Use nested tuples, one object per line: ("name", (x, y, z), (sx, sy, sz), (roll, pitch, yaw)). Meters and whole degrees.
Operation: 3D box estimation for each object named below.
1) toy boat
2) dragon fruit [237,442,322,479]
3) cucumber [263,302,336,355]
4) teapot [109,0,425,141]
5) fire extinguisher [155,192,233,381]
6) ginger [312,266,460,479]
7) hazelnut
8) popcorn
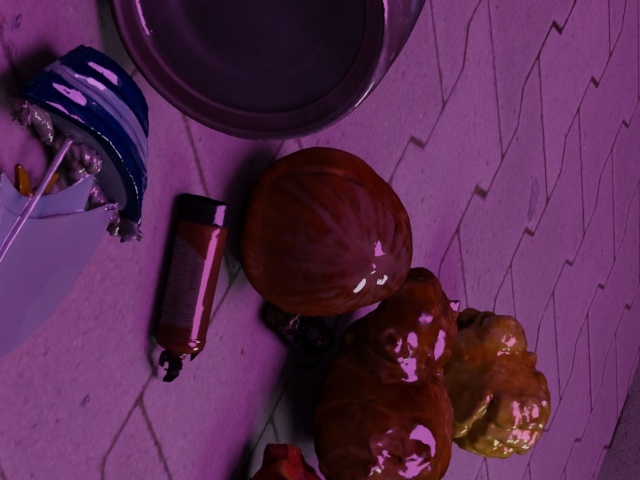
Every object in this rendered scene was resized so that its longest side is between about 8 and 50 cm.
("toy boat", (-0.210, 0.008, 1.287), (0.291, 0.067, 0.220), (-67, 158, -18))
("dragon fruit", (-0.035, 0.299, 1.811), (0.136, 0.133, 0.166), (48, 46, -76))
("cucumber", (-0.017, 0.094, 1.853), (0.181, 0.053, 0.053), (45, 60, -67))
("teapot", (-0.030, -0.282, 1.409), (0.315, 0.233, 0.312), (61, 30, -18))
("fire extinguisher", (-0.120, 0.048, 1.563), (0.062, 0.050, 0.177), (-156, -102, -72))
("ginger", (0.077, 0.170, 1.962), (0.357, 0.152, 0.274), (53, 40, -80))
("hazelnut", (0.000, 0.000, 1.685), (0.182, 0.182, 0.182), (13, 90, -69))
("popcorn", (0.227, 0.187, 2.338), (0.226, 0.200, 0.203), (-35, 140, -63))
